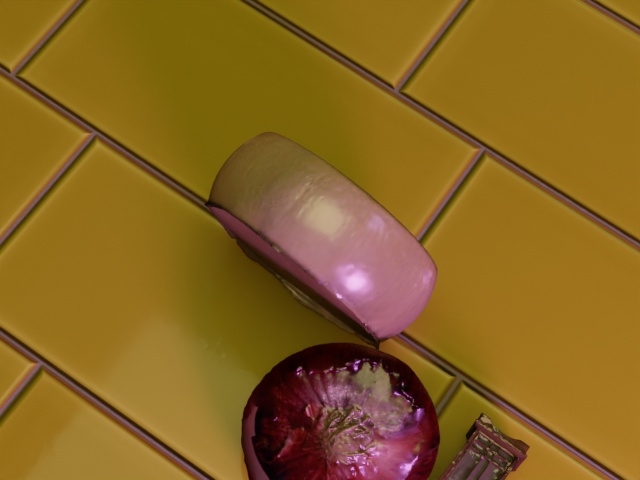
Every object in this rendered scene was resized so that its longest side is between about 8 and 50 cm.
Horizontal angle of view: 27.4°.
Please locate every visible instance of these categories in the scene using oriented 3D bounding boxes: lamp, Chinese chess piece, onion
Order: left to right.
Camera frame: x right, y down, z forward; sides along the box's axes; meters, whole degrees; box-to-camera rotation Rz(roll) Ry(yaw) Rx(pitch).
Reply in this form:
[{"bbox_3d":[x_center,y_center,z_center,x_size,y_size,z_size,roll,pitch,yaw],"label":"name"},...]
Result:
[{"bbox_3d":[0.000,0.000,1.787,0.338,0.338,0.140,37,81,12],"label":"Chinese chess piece"},{"bbox_3d":[0.032,0.263,1.777,0.272,0.195,0.272,2,99,12],"label":"onion"},{"bbox_3d":[0.154,0.390,1.767,0.089,0.090,0.325,35,69,11],"label":"lamp"}]
